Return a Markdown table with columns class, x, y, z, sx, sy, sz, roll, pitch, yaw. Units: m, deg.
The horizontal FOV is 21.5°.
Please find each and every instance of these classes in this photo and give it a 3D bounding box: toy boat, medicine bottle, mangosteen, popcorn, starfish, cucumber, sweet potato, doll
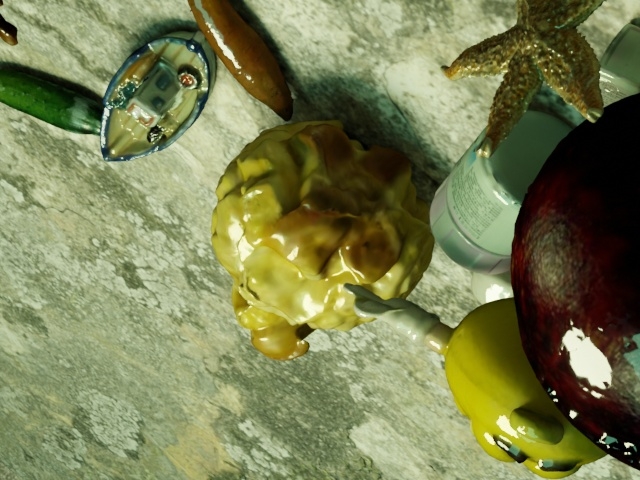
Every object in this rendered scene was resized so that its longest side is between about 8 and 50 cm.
| class | x | y | z | sx | sy | sz | roll | pitch | yaw |
| --- | --- | --- | --- | --- | --- | --- | --- | --- | --- |
| toy boat | -0.212 | -0.167 | 2.079 | 0.114 | 0.115 | 0.262 | 39 | 149 | -5 |
| medicine bottle | 0.298 | -0.146 | 1.656 | 0.055 | 0.074 | 0.118 | 26 | 148 | 15 |
| mangosteen | 0.390 | 0.034 | 1.531 | 0.421 | 0.381 | 0.381 | -18 | 125 | 19 |
| popcorn | 0.000 | 0.000 | 2.000 | 0.264 | 0.225 | 0.332 | 6 | 129 | -6 |
| medicine bottle | 0.203 | -0.049 | 1.821 | 0.135 | 0.135 | 0.168 | 35 | 148 | 1 |
| starfish | 0.219 | -0.180 | 1.582 | 0.048 | 0.231 | 0.295 | 31 | 135 | -33 |
| cucumber | -0.362 | -0.186 | 2.261 | 0.250 | 0.056 | 0.056 | 21 | 146 | 24 |
| sweet potato | -0.104 | -0.237 | 1.938 | 0.057 | 0.057 | 0.265 | -2 | 134 | 45 |
| doll | 0.227 | 0.122 | 1.843 | 0.348 | 0.423 | 0.161 | 32 | 110 | 35 |

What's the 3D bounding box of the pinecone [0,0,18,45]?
| class | x | y | z | sx | sy | sz | roll | pitch | yaw |
| --- | --- | --- | --- | --- | --- | --- | --- | --- | --- |
| pinecone | -0.521 | -0.343 | 1.920 | 0.397 | 0.398 | 0.398 | 25 | 147 | 17 |
